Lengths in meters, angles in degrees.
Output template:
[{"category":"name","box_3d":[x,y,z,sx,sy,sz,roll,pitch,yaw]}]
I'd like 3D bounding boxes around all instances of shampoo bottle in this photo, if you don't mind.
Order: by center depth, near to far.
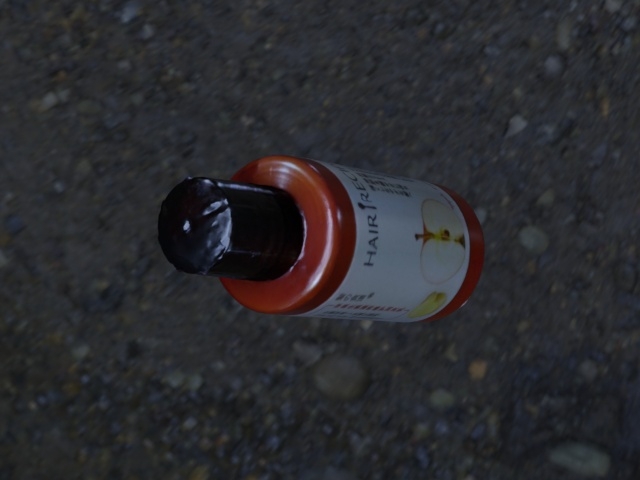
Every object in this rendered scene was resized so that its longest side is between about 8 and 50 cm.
[{"category":"shampoo bottle","box_3d":[0.000,0.000,1.081,0.104,0.278,0.104,-3,85,34]}]
